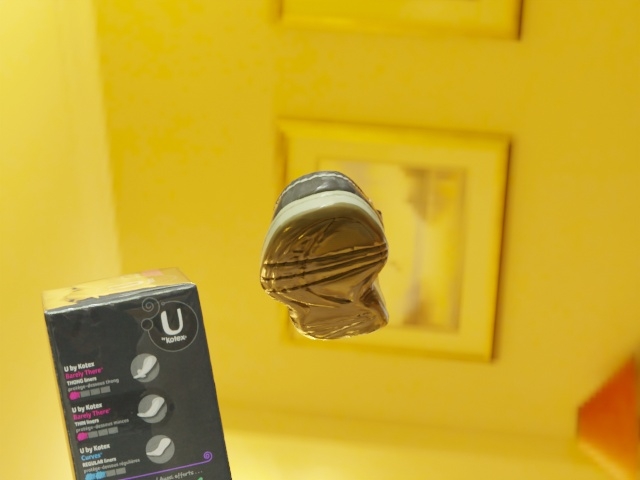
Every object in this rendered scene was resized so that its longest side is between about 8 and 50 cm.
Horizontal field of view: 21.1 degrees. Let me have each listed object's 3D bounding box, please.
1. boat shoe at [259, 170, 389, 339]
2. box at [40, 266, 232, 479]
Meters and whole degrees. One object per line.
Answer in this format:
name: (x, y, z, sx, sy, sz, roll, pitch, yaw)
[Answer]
boat shoe: (0.001, 0.000, 1.064, 0.223, 0.080, 0.073, 72, -173, -68)
box: (-0.167, 0.173, 1.595, 0.165, 0.143, 0.270, -155, 54, -78)
